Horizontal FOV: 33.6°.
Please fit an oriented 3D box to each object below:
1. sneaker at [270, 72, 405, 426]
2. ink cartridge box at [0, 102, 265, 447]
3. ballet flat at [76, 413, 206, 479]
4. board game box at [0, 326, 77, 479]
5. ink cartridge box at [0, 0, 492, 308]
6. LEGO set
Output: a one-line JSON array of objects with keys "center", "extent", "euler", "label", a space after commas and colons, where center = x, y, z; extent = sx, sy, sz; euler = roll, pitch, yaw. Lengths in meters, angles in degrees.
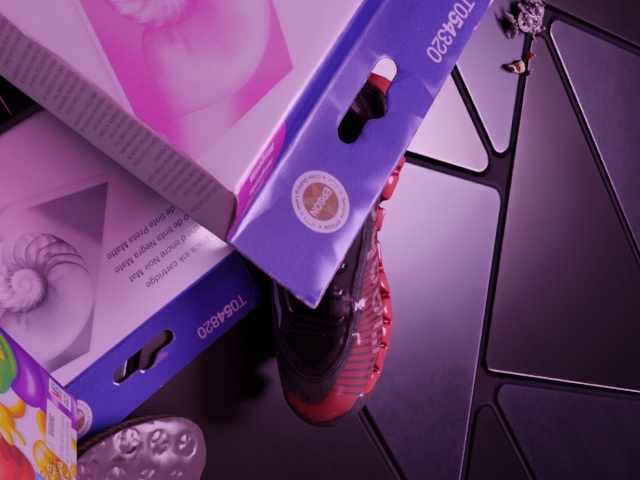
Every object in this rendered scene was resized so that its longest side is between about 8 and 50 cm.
[{"center": [0.000, 0.000, 0.779], "extent": [0.135, 0.097, 0.276], "euler": [16, 79, -67], "label": "sneaker"}, {"center": [-0.152, 0.016, 0.719], "extent": [0.223, 0.045, 0.224], "euler": [-41, 115, -29], "label": "ink cartridge box"}, {"center": [-0.182, 0.189, 0.705], "extent": [0.250, 0.058, 0.084], "euler": [-31, 108, -37], "label": "ballet flat"}, {"center": [-0.268, 0.071, 0.543], "extent": [0.142, 0.144, 0.275], "euler": [-36, 117, 5], "label": "board game box"}, {"center": [-0.047, -0.180, 0.691], "extent": [0.330, 0.071, 0.324], "euler": [37, 59, -12], "label": "ink cartridge box"}, {"center": [0.194, -0.195, 0.982], "extent": [0.054, 0.023, 0.083], "euler": [-12, 99, -36], "label": "LEGO set"}]
